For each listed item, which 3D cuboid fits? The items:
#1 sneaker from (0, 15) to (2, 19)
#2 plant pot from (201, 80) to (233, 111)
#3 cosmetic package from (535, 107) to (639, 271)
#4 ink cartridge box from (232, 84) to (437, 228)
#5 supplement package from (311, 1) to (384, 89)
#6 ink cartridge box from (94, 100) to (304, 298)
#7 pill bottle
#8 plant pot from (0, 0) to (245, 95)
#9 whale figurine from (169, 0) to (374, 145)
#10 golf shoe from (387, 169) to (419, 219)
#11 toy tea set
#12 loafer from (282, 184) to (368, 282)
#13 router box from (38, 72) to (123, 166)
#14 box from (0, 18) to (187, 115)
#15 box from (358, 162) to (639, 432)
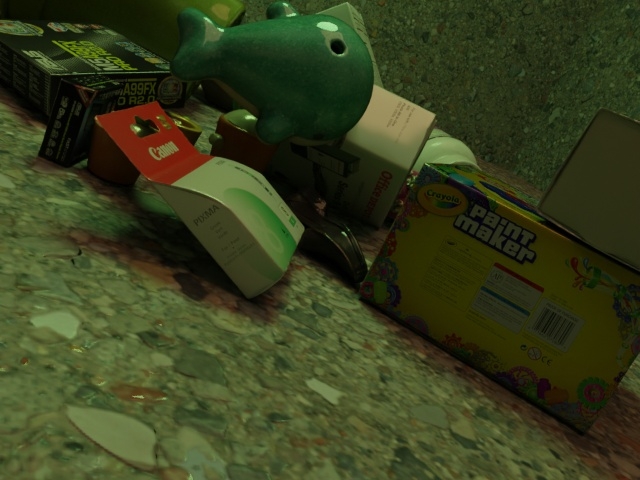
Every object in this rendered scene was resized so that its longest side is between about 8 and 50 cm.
[{"bbox_3d":[-0.658,-0.531,1.405,0.111,0.129,0.297,11,20,-37],"label":"sneaker"},{"bbox_3d":[-0.195,-0.362,1.603,0.237,0.110,0.237,23,16,-7],"label":"plant pot"},{"bbox_3d":[0.379,-0.046,0.793,0.153,0.129,0.296,35,18,26],"label":"cosmetic package"},{"bbox_3d":[0.013,-0.166,1.097,0.289,0.122,0.211,26,-24,4],"label":"ink cartridge box"},{"bbox_3d":[0.025,-0.358,1.533,0.199,0.263,0.198,-16,8,15],"label":"supplement package"},{"bbox_3d":[-0.111,-0.062,0.720,0.225,0.056,0.181,53,13,-9],"label":"ink cartridge box"},{"bbox_3d":[0.241,-0.158,1.504,0.169,0.169,0.301,19,18,-21],"label":"pill bottle"},{"bbox_3d":[-0.351,-0.460,1.336,0.353,0.366,0.366,35,14,-11],"label":"plant pot"},{"bbox_3d":[-0.053,-0.233,0.897,0.272,0.216,0.141,14,-21,-24],"label":"whale figurine"},{"bbox_3d":[0.142,-0.100,1.324,0.140,0.115,0.306,32,14,-34],"label":"golf shoe"},{"bbox_3d":[-0.168,-0.141,0.914,0.200,0.124,0.336,25,16,-1],"label":"toy tea set"},{"bbox_3d":[0.000,0.000,0.872,0.061,0.062,0.170,-25,48,-18],"label":"loafer"},{"bbox_3d":[-0.282,-0.146,0.816,0.038,0.092,0.122,23,16,-5],"label":"router box"},{"bbox_3d":[-0.360,-0.262,1.014,0.216,0.060,0.270,-14,37,-44],"label":"box"},{"bbox_3d":[0.247,0.046,0.858,0.290,0.177,0.279,31,16,17],"label":"box"}]
